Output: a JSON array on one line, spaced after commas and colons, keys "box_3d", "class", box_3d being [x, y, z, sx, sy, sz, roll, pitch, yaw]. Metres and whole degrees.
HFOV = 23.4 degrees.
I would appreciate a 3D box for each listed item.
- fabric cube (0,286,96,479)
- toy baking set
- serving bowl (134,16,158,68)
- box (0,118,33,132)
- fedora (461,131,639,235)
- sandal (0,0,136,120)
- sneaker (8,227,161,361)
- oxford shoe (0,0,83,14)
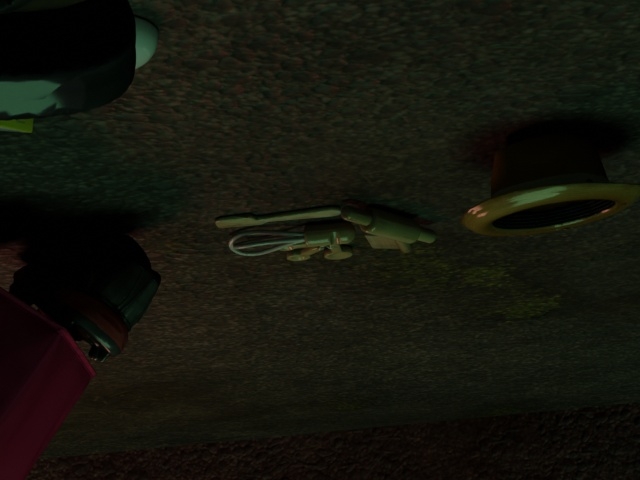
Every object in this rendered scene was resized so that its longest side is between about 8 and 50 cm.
[{"box_3d": [-0.429, 0.161, 1.651, 0.259, 0.258, 0.254, 31, 167, 9], "class": "fabric cube"}, {"box_3d": [0.006, -0.001, 1.793, 0.196, 0.030, 0.256, -15, 161, 33], "class": "toy baking set"}, {"box_3d": [-0.169, -0.151, 1.224, 0.083, 0.027, 0.083, -5, 164, -2], "class": "serving bowl"}, {"box_3d": [-0.310, -0.114, 1.190, 0.105, 0.043, 0.179, 5, -179, 19], "class": "box"}, {"box_3d": [0.231, -0.060, 1.567, 0.194, 0.079, 0.194, -10, 168, -2], "class": "fedora"}, {"box_3d": [-0.348, -0.105, 1.045, 0.445, 0.168, 0.107, -2, 138, -13], "class": "sandal"}, {"box_3d": [-0.263, 0.051, 1.753, 0.097, 0.135, 0.276, 47, 164, -25], "class": "sneaker"}, {"box_3d": [-0.129, -0.205, 0.988, 0.227, 0.083, 0.096, -12, 179, 31], "class": "oxford shoe"}]
